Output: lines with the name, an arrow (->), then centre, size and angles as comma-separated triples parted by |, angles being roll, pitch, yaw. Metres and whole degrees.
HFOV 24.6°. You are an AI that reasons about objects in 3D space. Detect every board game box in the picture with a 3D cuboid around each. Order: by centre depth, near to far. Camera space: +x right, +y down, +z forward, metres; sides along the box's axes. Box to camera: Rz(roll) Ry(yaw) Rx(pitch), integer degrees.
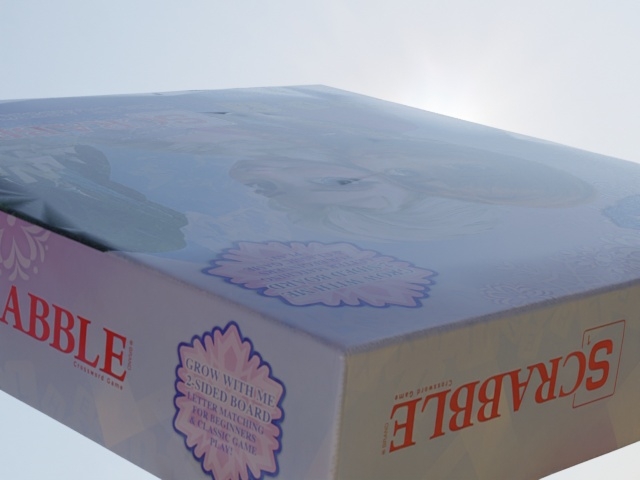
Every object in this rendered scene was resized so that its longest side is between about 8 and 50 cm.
board game box -> 0.000, 0.000, 0.584 | 0.319, 0.318, 0.065 | -10, -68, -46
